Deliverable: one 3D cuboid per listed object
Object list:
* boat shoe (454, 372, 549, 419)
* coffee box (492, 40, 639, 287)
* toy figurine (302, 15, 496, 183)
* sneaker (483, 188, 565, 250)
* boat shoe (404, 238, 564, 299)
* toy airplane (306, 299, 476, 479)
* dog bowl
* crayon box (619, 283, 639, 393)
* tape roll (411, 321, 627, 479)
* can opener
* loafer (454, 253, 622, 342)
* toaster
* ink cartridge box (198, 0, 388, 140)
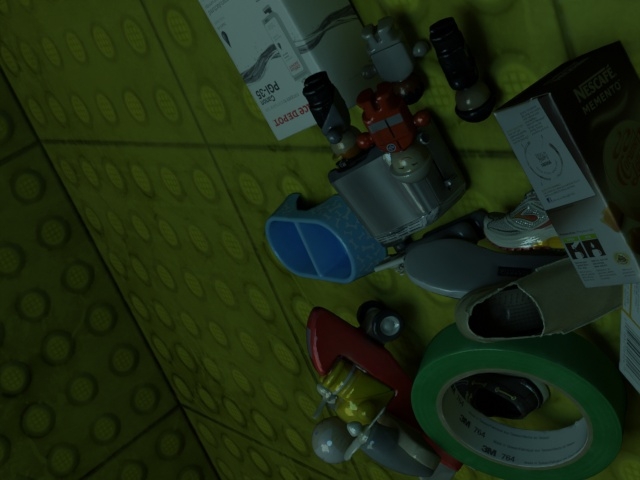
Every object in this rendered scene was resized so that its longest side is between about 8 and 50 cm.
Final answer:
[{"bbox_3d":[0.293,0.268,1.617,0.081,0.068,0.227,59,151,-9],"label":"boat shoe"},{"bbox_3d":[0.333,-0.086,1.101,0.247,0.141,0.098,59,152,-10],"label":"coffee box"},{"bbox_3d":[0.105,-0.191,1.263,0.209,0.213,0.148,18,148,51],"label":"toy figurine"},{"bbox_3d":[0.309,-0.037,1.272,0.225,0.088,0.093,-4,97,57],"label":"sneaker"},{"bbox_3d":[0.257,0.062,1.364,0.267,0.096,0.088,3,143,15],"label":"boat shoe"},{"bbox_3d":[0.113,0.334,1.741,0.384,0.272,0.386,49,172,34],"label":"toy airplane"},{"bbox_3d":[0.000,0.000,1.765,0.297,0.074,0.166,6,125,54],"label":"dog bowl"},{"bbox_3d":[0.476,0.174,1.097,0.323,0.083,0.203,-117,12,-52],"label":"crayon box"},{"bbox_3d":[0.304,0.251,1.437,0.321,0.077,0.321,14,135,14],"label":"tape roll"},{"bbox_3d":[0.167,-0.001,1.512,0.093,0.074,0.280,59,151,-7],"label":"can opener"},{"bbox_3d":[0.306,0.082,1.239,0.268,0.092,0.102,-23,94,17],"label":"loafer"},{"bbox_3d":[0.116,-0.089,1.433,0.146,0.129,0.227,55,145,-7],"label":"toaster"},{"bbox_3d":[-0.045,-0.318,1.441,0.207,0.117,0.283,-14,109,57],"label":"ink cartridge box"}]
